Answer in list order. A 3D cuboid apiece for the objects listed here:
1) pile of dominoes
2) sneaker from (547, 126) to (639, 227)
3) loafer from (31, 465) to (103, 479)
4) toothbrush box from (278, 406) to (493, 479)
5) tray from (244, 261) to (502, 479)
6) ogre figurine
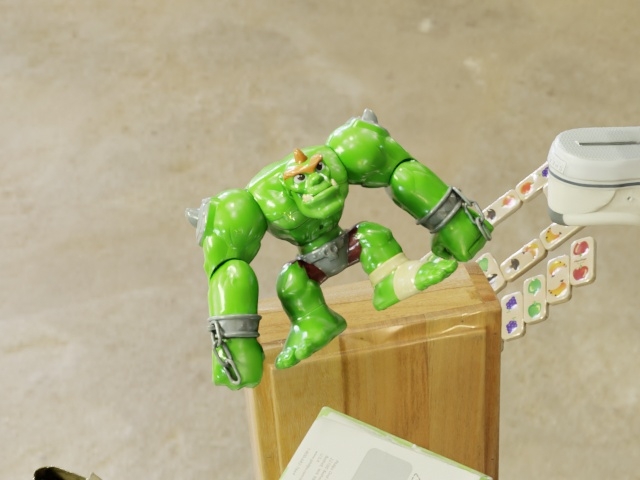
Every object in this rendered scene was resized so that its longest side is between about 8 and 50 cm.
[{"bbox_3d":[0.193,0.033,1.506,0.040,0.251,0.196,37,22,-37],"label":"pile of dominoes"},{"bbox_3d":[0.333,-0.055,1.239,0.258,0.091,0.094,1,36,-6],"label":"sneaker"},{"bbox_3d":[-0.177,0.214,1.029,0.148,0.050,0.056,7,33,29],"label":"loafer"},{"bbox_3d":[0.035,0.269,0.824,0.122,0.283,0.206,20,64,28],"label":"toothbrush box"},{"bbox_3d":[0.050,0.222,1.142,0.203,0.411,0.076,-10,35,-8],"label":"tray"},{"bbox_3d":[0.000,0.000,0.823,0.197,0.097,0.118,-30,90,4],"label":"ogre figurine"}]
